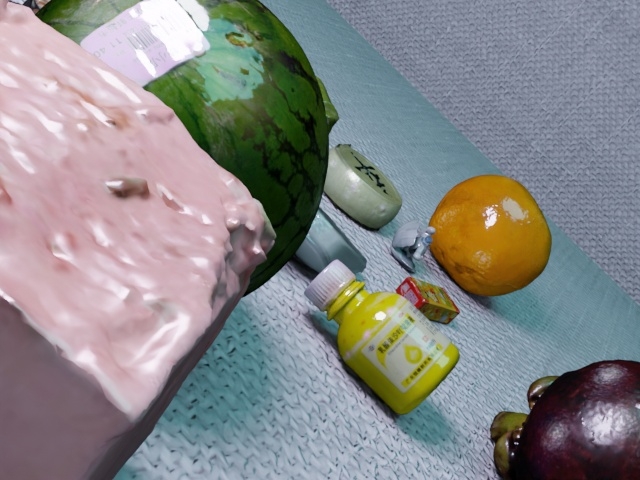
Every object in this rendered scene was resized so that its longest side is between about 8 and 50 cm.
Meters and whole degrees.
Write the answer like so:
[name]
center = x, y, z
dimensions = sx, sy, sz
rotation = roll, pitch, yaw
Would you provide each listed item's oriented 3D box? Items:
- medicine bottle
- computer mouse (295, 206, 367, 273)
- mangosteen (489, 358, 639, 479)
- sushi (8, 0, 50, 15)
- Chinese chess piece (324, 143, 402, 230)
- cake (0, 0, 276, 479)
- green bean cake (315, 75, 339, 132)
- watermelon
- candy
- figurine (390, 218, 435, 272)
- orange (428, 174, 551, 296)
[medicine bottle]
center = 0.075, 0.122, 1.103
dimensions = 0.212, 0.122, 0.122
rotation = 44, 21, 6
[computer mouse]
center = 0.000, 0.000, 1.283
dimensions = 0.128, 0.079, 0.231
rotation = 54, 8, 20
[mangosteen]
center = 0.396, 0.293, 1.121
dimensions = 0.297, 0.297, 0.293
rotation = 22, 31, -43
[sushi]
center = -0.329, -0.279, 1.261
dimensions = 0.292, 0.059, 0.294
rotation = 52, 22, 23
[Chinese chess piece]
center = 0.077, -0.108, 1.613
dimensions = 0.188, 0.083, 0.188
rotation = 37, 19, -15
[cake]
center = -0.229, 0.032, 0.514
dimensions = 0.306, 0.293, 0.314
rotation = 39, 27, -1
[green bean cake]
center = -0.135, -0.158, 1.094
dimensions = 0.247, 0.250, 0.156
rotation = 34, 22, -23
[watermelon]
center = -0.155, -0.087, 0.811
dimensions = 0.363, 0.363, 0.363
rotation = 36, 22, -17
[candy]
center = 0.193, 0.108, 1.456
dimensions = 0.122, 0.038, 0.062
rotation = 19, 31, -47
[figurine]
center = 0.179, 0.009, 1.558
dimensions = 0.082, 0.086, 0.094
rotation = 38, 21, -17
[orange]
center = 0.360, -0.010, 1.711
dimensions = 0.261, 0.261, 0.261
rotation = 36, 22, -17
